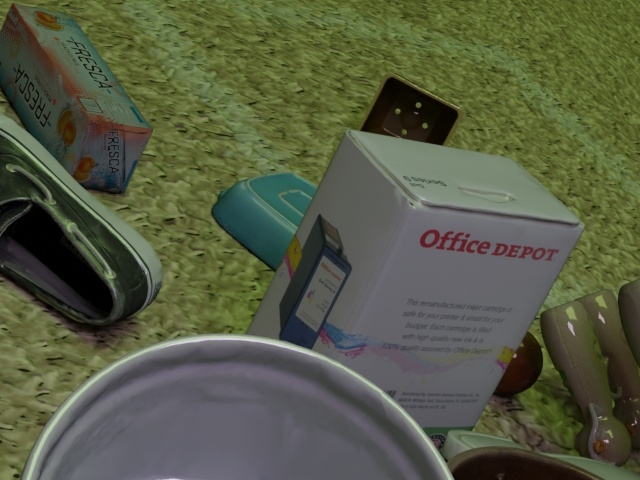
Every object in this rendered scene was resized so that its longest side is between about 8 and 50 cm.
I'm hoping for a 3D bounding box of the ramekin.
[{"bbox_3d":[-0.042,0.157,0.798,0.207,0.109,0.207,8,52,-11],"label":"ramekin"}]

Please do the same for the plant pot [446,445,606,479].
[{"bbox_3d":[0.096,0.221,0.886,0.167,0.165,0.167,23,24,-11],"label":"plant pot"}]

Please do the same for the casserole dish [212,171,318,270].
[{"bbox_3d":[0.000,0.000,1.384,0.188,0.037,0.114,38,27,21],"label":"casserole dish"}]

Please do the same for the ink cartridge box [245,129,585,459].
[{"bbox_3d":[0.051,0.046,1.127,0.154,0.212,0.093,6,32,-39],"label":"ink cartridge box"}]

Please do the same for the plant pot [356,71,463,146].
[{"bbox_3d":[0.083,-0.109,1.641,0.081,0.081,0.083,28,12,1],"label":"plant pot"}]

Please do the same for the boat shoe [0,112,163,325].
[{"bbox_3d":[-0.206,-0.022,1.164,0.219,0.077,0.070,34,24,11],"label":"boat shoe"}]

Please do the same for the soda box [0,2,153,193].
[{"bbox_3d":[-0.199,-0.114,1.370,0.058,0.063,0.183,8,31,-37],"label":"soda box"}]

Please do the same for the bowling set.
[{"bbox_3d":[0.230,0.112,1.310,0.287,0.200,0.154,-10,80,-62],"label":"bowling set"}]

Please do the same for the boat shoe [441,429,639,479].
[{"bbox_3d":[0.169,0.188,1.125,0.254,0.079,0.095,18,8,-39],"label":"boat shoe"}]
